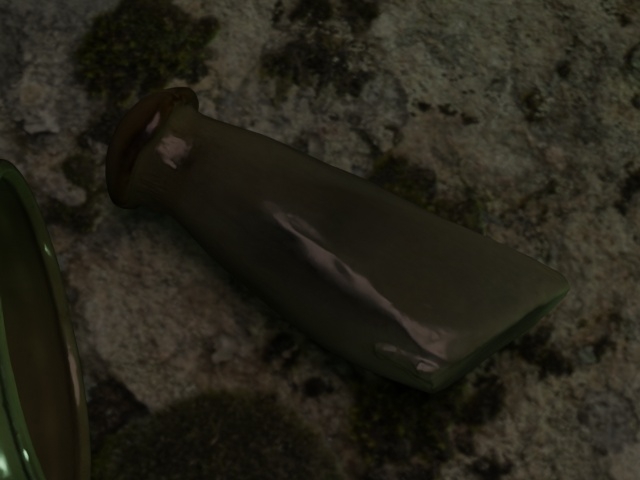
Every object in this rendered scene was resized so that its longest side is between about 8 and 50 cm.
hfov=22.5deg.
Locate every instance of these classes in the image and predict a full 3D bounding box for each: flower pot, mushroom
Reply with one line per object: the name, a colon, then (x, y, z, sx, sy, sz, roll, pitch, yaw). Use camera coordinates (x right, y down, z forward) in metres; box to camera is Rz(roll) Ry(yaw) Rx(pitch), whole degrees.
flower pot: (-0.314, 0.100, 1.164, 0.244, 0.307, 0.308, -13, 60, 1)
mushroom: (-0.002, 0.008, 1.362, 0.407, 0.137, 0.154, 26, 69, 9)
